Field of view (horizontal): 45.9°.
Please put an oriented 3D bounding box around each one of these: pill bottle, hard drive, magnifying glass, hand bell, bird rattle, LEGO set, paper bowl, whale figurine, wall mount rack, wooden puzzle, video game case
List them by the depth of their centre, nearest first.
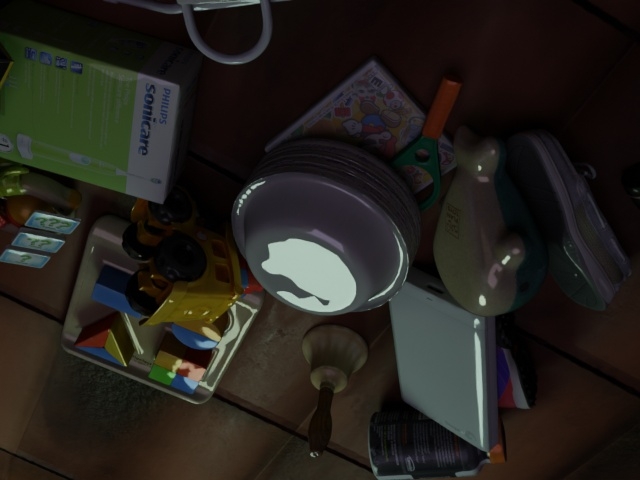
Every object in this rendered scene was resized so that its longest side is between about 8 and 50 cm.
[{"bbox_3d":[-0.176,-0.397,0.930,0.303,0.130,0.350,-3,125,9],"label":"wall mount rack"},{"bbox_3d":[0.248,-0.029,1.071,0.141,0.216,0.272,-12,112,-15],"label":"whale figurine"},{"bbox_3d":[0.150,-0.133,1.089,0.092,0.026,0.231,18,130,-2],"label":"magnifying glass"},{"bbox_3d":[0.064,-0.133,1.135,0.227,0.026,0.206,-35,114,30],"label":"video game case"},{"bbox_3d":[0.000,0.000,1.138,0.284,0.148,0.284,14,138,13],"label":"paper bowl"},{"bbox_3d":[-0.534,-0.003,1.208,0.244,0.060,0.182,15,146,-36],"label":"LEGO set"},{"bbox_3d":[-0.512,-0.057,1.247,0.206,0.143,0.253,24,132,-28],"label":"bird rattle"},{"bbox_3d":[0.207,0.197,1.277,0.203,0.040,0.308,26,138,41],"label":"hard drive"},{"bbox_3d":[0.009,0.274,1.311,0.126,0.242,0.126,5,128,7],"label":"hand bell"},{"bbox_3d":[-0.305,0.153,1.384,0.322,0.081,0.348,24,127,-7],"label":"wooden puzzle"},{"bbox_3d":[0.221,0.378,1.418,0.245,0.130,0.131,-8,124,17],"label":"pill bottle"}]

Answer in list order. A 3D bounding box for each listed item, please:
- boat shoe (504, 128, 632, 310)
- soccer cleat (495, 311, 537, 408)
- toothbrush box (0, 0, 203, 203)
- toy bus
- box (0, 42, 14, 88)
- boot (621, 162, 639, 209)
[{"bbox_3d":[0.365,-0.039,1.106,0.103,0.118,0.320,-42,114,-15],"label":"boat shoe"},{"bbox_3d":[0.274,0.166,1.272,0.116,0.109,0.318,-9,125,27],"label":"soccer cleat"},{"bbox_3d":[-0.334,-0.201,1.101,0.283,0.122,0.206,17,127,0],"label":"toothbrush box"},{"bbox_3d":[-0.196,0.023,1.223,0.211,0.220,0.149,7,146,-34],"label":"toy bus"},{"bbox_3d":[-0.575,-0.268,1.033,0.322,0.079,0.257,52,123,11],"label":"box"},{"bbox_3d":[0.548,-0.072,1.066,0.197,0.077,0.137,-15,127,37],"label":"boot"}]
